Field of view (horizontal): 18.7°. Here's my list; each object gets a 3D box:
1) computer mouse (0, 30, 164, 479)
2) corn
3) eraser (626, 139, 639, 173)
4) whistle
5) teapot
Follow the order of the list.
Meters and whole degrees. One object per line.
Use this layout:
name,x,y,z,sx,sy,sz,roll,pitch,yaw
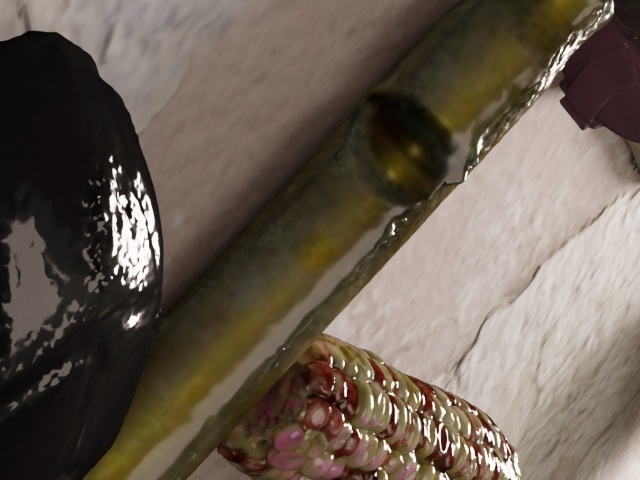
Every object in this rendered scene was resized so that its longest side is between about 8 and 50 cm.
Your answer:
computer mouse,-0.103,0.034,0.652,0.122,0.073,0.217,-32,146,-42
corn,0.023,0.099,0.939,0.092,0.092,0.280,-56,150,-2
eraser,0.231,-0.103,1.132,0.150,0.023,0.104,-55,154,-5
whistle,0.001,0.001,0.810,0.326,0.057,0.068,-48,175,-13
teapot,0.177,-0.114,0.963,0.146,0.148,0.116,-35,112,-17
